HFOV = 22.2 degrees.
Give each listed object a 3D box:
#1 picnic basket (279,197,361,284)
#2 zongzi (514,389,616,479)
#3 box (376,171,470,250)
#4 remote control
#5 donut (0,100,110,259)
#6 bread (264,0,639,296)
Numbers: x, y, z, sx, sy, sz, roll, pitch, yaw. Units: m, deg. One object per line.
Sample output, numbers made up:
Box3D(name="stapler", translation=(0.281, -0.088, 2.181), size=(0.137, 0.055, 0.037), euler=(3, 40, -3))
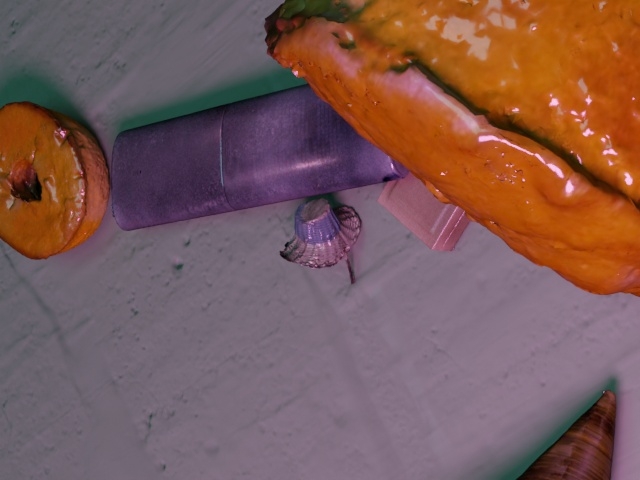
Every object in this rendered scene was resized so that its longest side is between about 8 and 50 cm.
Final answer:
Box3D(name="picnic basket", translation=(0.000, 0.000, 1.514), size=(0.065, 0.083, 0.083), euler=(19, 144, 36))
Box3D(name="zongzi", translation=(0.136, 0.244, 1.380), size=(0.247, 0.111, 0.241), euler=(-4, 68, 44))
Box3D(name="box", translation=(0.102, -0.046, 1.446), size=(0.079, 0.035, 0.083), euler=(44, 114, 32))
Box3D(name="remote control", translation=(-0.066, -0.083, 1.557), size=(0.377, 0.044, 0.107), euler=(-10, 73, 43))
Box3D(name="donut", translation=(-0.292, -0.063, 1.742), size=(0.178, 0.065, 0.162), euler=(40, 117, 31))
Box3D(name="bread", translation=(0.146, -0.119, 1.223), size=(0.398, 0.398, 0.215), euler=(39, 99, 33))
